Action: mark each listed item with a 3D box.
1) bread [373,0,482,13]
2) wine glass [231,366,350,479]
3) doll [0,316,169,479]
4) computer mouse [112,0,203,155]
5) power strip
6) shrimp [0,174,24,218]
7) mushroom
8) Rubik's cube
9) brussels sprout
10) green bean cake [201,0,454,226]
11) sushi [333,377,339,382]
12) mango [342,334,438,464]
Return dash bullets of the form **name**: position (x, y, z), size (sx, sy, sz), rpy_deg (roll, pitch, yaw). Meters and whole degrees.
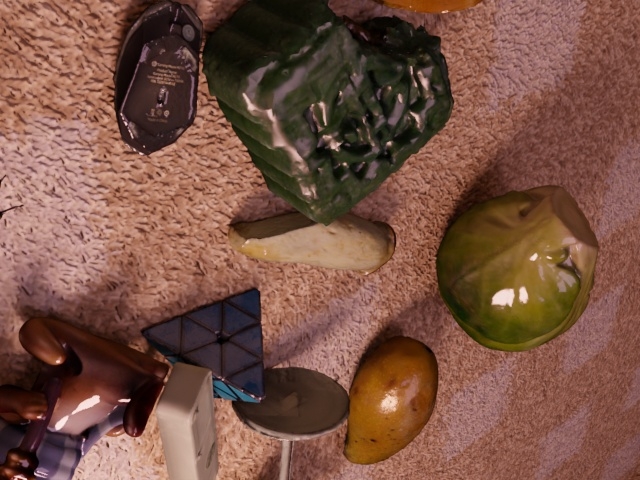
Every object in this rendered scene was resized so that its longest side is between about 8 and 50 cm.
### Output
- **bread**: position (0.152, -0.395, 0.992), size (0.236, 0.236, 0.070), rpy_deg (-40, 144, -15)
- **wine glass**: position (-0.065, 0.450, 1.364), size (0.267, 0.267, 0.406), rpy_deg (-12, 119, -37)
- **doll**: position (-0.354, 0.274, 0.989), size (0.340, 0.209, 0.318), rpy_deg (-53, 155, -11)
- **computer mouse**: position (-0.202, -0.199, 0.922), size (0.105, 0.062, 0.192), rpy_deg (3, 109, -43)
- **power strip**: position (-0.207, 0.328, 1.196), size (0.385, 0.062, 0.091), rpy_deg (97, 10, -50)
- **shrimp**: position (-0.494, 0.070, 0.770), size (0.410, 0.166, 0.221), rpy_deg (-41, 111, -22)
- **mushroom**: position (0.002, -0.003, 1.229), size (0.333, 0.087, 0.107), rpy_deg (11, 109, -44)
- **Rubik's cube**: position (-0.123, 0.175, 1.166), size (0.190, 0.178, 0.211), rpy_deg (-48, 140, -11)
- **brussels sprout**: position (0.382, 0.050, 1.450), size (0.281, 0.289, 0.355), rpy_deg (-12, 152, -37)
- **green bean cake**: position (0.024, -0.215, 1.041), size (0.300, 0.169, 0.308), rpy_deg (-43, 137, -11)
- **sushi**: position (-0.014, 0.342, 1.491), size (0.126, 0.026, 0.120), rpy_deg (-8, 121, -40)
- **mango**: position (0.144, 0.345, 1.542), size (0.176, 0.176, 0.330), rpy_deg (7, 121, 4)
